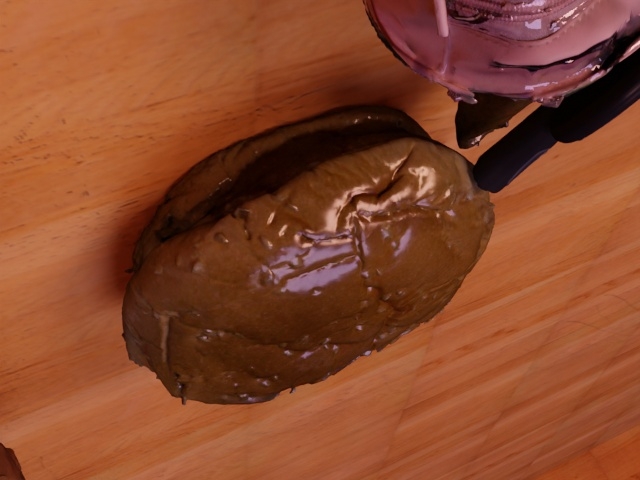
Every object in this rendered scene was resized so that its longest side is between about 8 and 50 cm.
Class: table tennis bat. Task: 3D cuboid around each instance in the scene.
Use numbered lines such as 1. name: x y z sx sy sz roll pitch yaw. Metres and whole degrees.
1. table tennis bat: 0.166 -0.097 0.521 0.150 0.027 0.236 -51 -177 -37

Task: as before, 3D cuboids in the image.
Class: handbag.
1. handbag: 0.101 -0.180 0.411 0.205 0.179 0.116 -47 162 -10

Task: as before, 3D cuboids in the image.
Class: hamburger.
1. hamburger: 0.000 0.000 0.650 0.308 0.133 0.211 -20 153 -16

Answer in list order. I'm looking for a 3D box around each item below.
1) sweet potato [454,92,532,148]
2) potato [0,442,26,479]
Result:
1. sweet potato: 0.268 -0.197 0.597 0.422 0.131 0.130 -28 152 2
2. potato: -0.307 0.216 0.621 0.288 0.301 0.237 -5 -177 23
